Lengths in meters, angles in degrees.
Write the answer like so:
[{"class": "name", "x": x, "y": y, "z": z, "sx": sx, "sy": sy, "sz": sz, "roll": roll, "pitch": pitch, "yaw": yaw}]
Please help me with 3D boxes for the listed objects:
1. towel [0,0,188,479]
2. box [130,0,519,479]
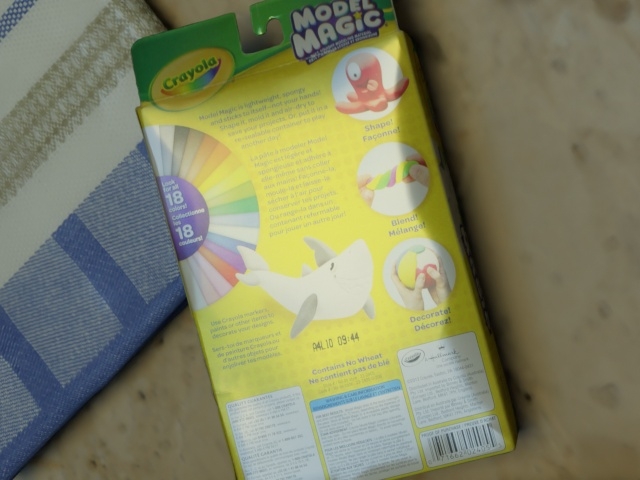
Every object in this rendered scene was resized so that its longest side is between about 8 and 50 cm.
[{"class": "towel", "x": -0.162, "y": -0.059, "z": 0.674, "sx": 0.209, "sy": 0.034, "sz": 0.285, "roll": -45, "pitch": 79, "yaw": 22}, {"class": "box", "x": 0.000, "y": 0.000, "z": 0.581, "sx": 0.105, "sy": 0.043, "sz": 0.179, "roll": -14, "pitch": 92, "yaw": 10}]
